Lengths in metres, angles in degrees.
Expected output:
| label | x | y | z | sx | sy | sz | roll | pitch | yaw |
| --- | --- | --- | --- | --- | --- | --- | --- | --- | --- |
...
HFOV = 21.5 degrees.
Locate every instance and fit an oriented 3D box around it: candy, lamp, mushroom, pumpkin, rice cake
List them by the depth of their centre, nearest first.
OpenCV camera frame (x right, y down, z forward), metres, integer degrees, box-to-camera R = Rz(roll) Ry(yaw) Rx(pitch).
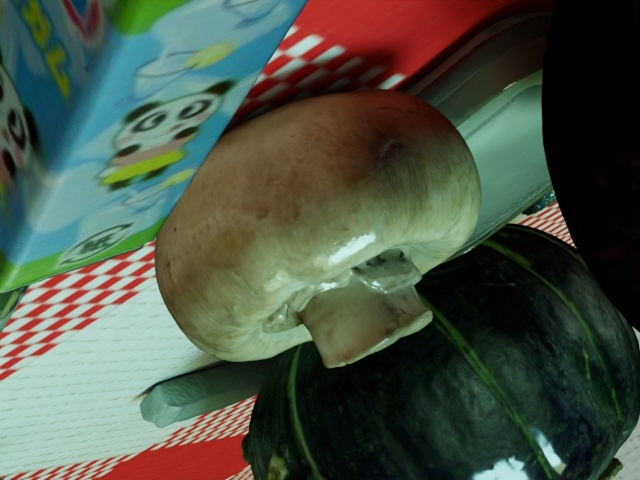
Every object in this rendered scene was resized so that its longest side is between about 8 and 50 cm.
| label | x | y | z | sx | sy | sz | roll | pitch | yaw |
| --- | --- | --- | --- | --- | --- | --- | --- | --- | --- |
| candy | -0.066 | -0.068 | 0.463 | 0.062 | 0.097 | 0.194 | -18 | 164 | -27 |
| mushroom | 0.000 | 0.000 | 0.820 | 0.166 | 0.127 | 0.166 | -21 | 171 | -4 |
| lamp | 0.096 | -0.052 | 1.010 | 0.266 | 0.047 | 0.269 | -37 | 166 | 35 |
| pumpkin | 0.097 | 0.128 | 1.284 | 0.323 | 0.241 | 0.323 | -36 | 168 | -9 |
| rice cake | -0.075 | 0.117 | 1.354 | 0.180 | 0.030 | 0.042 | -13 | 155 | -51 |

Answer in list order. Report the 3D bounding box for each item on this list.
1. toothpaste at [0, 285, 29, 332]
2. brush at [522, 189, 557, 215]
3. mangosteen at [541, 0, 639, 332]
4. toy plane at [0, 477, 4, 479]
| label | x | y | z | sx | sy | sz | roll | pitch | yaw |
| --- | --- | --- | --- | --- | --- | --- | --- | --- | --- |
| toothpaste | -0.166 | 0.049 | 0.714 | 0.067 | 0.037 | 0.255 | -2 | 130 | -57 |
| brush | 0.242 | -0.070 | 1.323 | 0.196 | 0.021 | 0.070 | -24 | 169 | -22 |
| mangosteen | 0.249 | -0.064 | 0.768 | 0.300 | 0.300 | 0.300 | -27 | 168 | -6 |
| toy plane | -0.275 | 0.238 | 1.271 | 0.182 | 0.107 | 0.273 | -20 | 160 | -15 |
